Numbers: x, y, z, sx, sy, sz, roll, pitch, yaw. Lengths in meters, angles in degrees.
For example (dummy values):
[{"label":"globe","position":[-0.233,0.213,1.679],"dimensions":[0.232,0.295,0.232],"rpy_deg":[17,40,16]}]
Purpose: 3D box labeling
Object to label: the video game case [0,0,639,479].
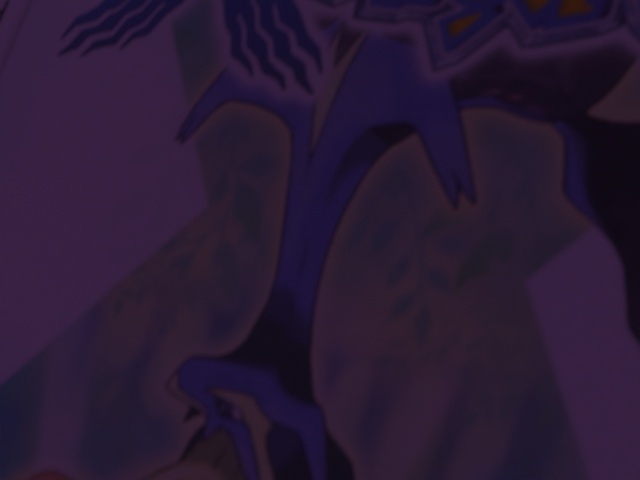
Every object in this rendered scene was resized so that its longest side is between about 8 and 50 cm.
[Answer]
[{"label":"video game case","position":[0.000,0.000,0.399],"dimensions":[0.329,0.300,0.036],"rpy_deg":[14,169,35]}]
